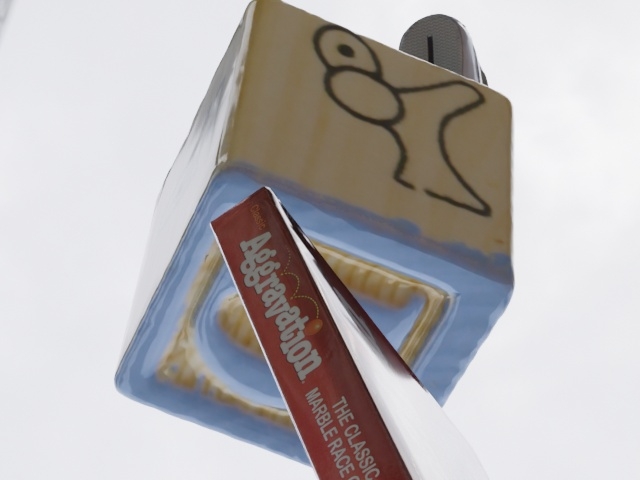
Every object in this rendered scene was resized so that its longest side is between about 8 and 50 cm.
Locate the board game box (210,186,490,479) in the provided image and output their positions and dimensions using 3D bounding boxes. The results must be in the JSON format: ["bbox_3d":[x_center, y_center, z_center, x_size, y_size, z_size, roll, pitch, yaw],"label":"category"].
[{"bbox_3d":[0.044,0.102,0.546,0.145,0.027,0.281,51,-174,-33],"label":"board game box"}]

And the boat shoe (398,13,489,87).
[{"bbox_3d":[0.098,-0.053,1.385,0.076,0.083,0.226,35,-124,-52],"label":"boat shoe"}]

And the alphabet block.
[{"bbox_3d":[0.000,0.000,1.172,0.192,0.193,0.197,23,-145,-11],"label":"alphabet block"}]
